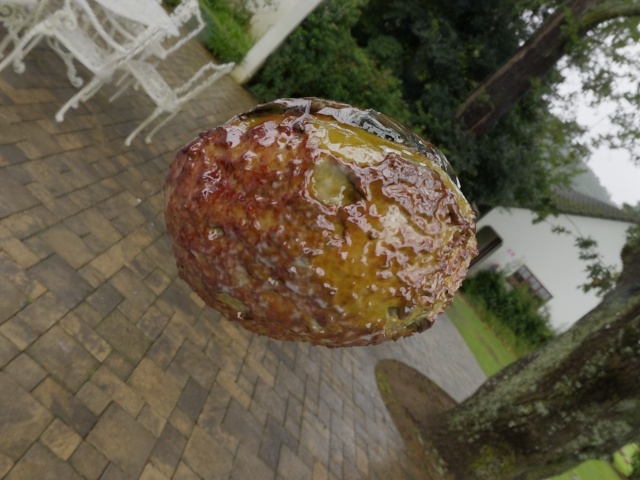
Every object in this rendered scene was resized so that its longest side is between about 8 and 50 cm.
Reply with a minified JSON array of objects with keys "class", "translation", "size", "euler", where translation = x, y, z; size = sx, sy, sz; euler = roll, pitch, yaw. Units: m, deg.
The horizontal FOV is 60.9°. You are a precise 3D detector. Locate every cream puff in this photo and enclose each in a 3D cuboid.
[{"class":"cream puff","translation":[0.001,0.000,0.417],"size":[0.240,0.240,0.164],"euler":[37,49,-40]}]
